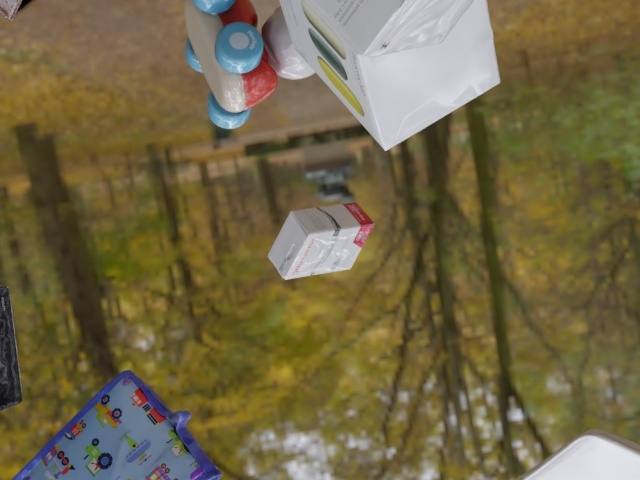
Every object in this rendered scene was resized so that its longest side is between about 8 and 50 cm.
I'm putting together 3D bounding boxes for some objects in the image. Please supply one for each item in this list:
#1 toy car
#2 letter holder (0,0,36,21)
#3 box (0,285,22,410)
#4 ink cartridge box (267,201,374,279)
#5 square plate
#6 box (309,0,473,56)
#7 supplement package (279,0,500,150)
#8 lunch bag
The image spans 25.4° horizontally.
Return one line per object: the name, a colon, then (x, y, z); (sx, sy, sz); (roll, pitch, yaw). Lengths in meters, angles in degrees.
toy car: (-0.077, -0.321, 2.234); (0.237, 0.210, 0.219); (-17, 160, -16)
letter holder: (-0.488, -0.509, 2.042); (0.214, 0.302, 0.152); (-49, -177, 45)
box: (-0.625, 0.163, 1.951); (0.294, 0.183, 0.296); (3, -167, 37)
ink cartridge box: (0.000, 0.000, 2.381); (0.150, 0.063, 0.109); (-8, 139, -41)
square plate: (0.394, 0.367, 1.914); (0.347, 0.049, 0.344); (23, 140, -19)
box: (0.105, -0.314, 1.585); (0.182, 0.119, 0.181); (-20, 154, -54)
supplement package: (0.086, -0.308, 1.965); (0.198, 0.199, 0.263); (-31, -128, -9)
lunch bag: (-0.302, 0.357, 2.157); (0.293, 0.221, 0.138); (-48, 158, 15)
